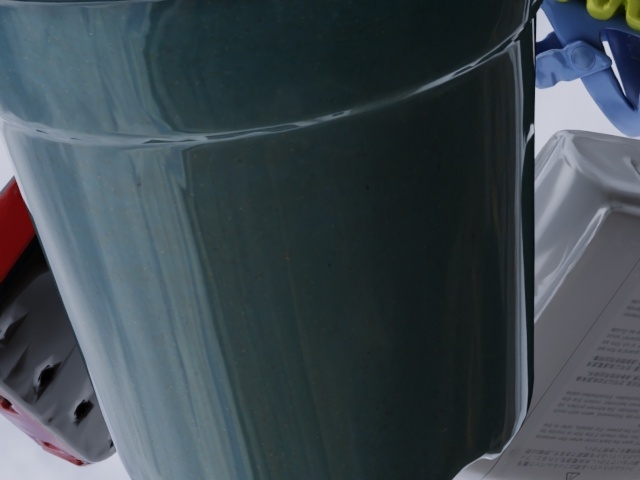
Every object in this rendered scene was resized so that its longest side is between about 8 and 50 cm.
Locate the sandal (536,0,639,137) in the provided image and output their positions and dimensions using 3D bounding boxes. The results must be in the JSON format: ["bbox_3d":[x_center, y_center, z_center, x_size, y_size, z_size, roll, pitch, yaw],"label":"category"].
[{"bbox_3d":[0.276,-0.137,1.250,0.126,0.317,0.138,-33,-29,-48],"label":"sandal"}]

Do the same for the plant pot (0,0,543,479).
[{"bbox_3d":[-0.023,-0.046,0.863,0.341,0.341,0.334,-36,-52,-40],"label":"plant pot"}]

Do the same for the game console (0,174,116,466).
[{"bbox_3d":[-0.157,0.004,1.294,0.342,0.060,0.386,-57,-19,-14],"label":"game console"}]

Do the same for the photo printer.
[{"bbox_3d":[0.211,0.072,1.172,0.256,0.107,0.307,7,-52,-30],"label":"photo printer"}]
